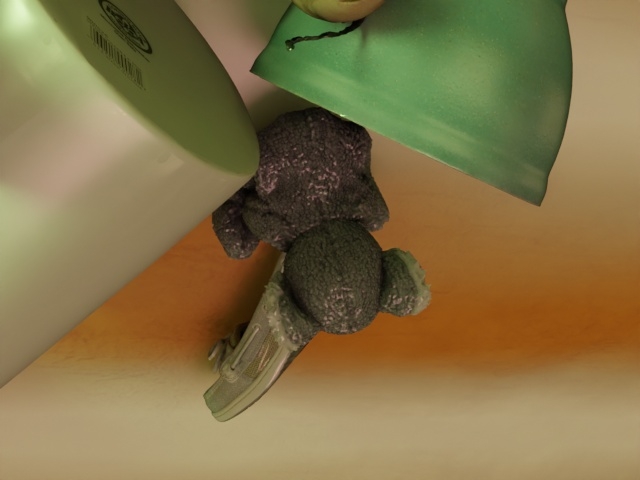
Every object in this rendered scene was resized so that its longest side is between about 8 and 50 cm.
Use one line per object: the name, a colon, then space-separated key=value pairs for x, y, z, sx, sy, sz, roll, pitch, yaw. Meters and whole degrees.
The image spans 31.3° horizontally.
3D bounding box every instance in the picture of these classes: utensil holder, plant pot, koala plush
utensil holder: x=-0.290 y=-0.059 z=0.949 sx=0.385 sy=0.328 sz=0.327 roll=-38 pitch=137 yaw=15
plant pot: x=0.109 y=-0.180 z=1.036 sx=0.293 sy=0.293 sz=0.196 roll=20 pitch=99 yaw=-38
koala plush: x=0.000 y=0.000 z=1.175 sx=0.196 sy=0.221 sz=0.203 roll=-11 pitch=154 yaw=-10

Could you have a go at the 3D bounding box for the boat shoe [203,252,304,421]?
boat shoe: x=-0.060 y=0.100 z=1.394 sx=0.320 sy=0.103 sz=0.118 roll=-53 pitch=175 yaw=36

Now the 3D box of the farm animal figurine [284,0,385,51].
farm animal figurine: x=0.034 y=-0.302 z=0.836 sx=0.172 sy=0.330 sz=0.327 roll=-15 pitch=129 yaw=-46
